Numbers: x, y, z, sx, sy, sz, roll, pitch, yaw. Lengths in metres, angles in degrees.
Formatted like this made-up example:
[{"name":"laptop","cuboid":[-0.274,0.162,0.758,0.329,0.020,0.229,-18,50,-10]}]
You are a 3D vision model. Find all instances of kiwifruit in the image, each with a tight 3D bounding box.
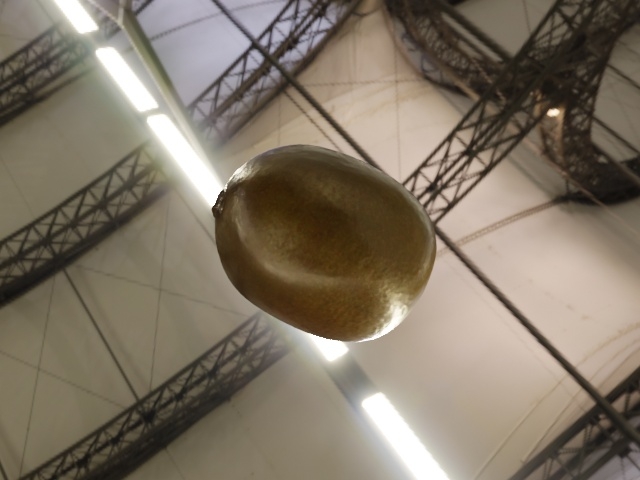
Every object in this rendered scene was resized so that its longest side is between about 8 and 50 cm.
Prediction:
[{"name":"kiwifruit","cuboid":[0.000,0.000,0.731,0.233,0.196,0.196,22,-138,-10]}]
